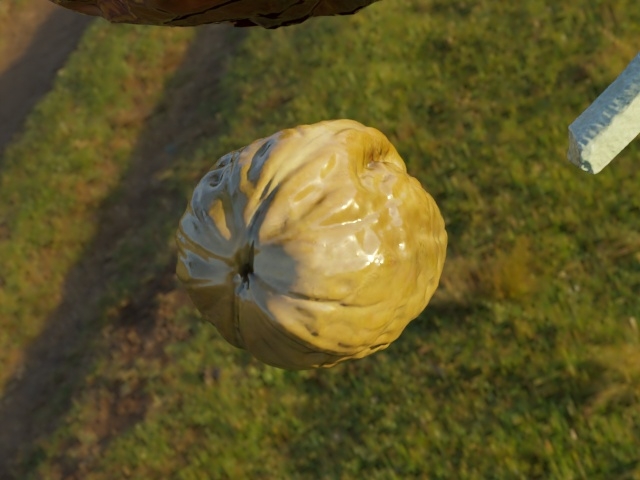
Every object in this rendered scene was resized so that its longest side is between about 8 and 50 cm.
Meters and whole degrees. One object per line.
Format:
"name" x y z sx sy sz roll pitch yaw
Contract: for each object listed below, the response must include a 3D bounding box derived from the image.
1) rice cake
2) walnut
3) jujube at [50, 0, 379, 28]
"rice cake" 0.211 -0.108 0.882 0.171 0.029 0.033 -47 32 -3
"walnut" 0.000 0.000 0.893 0.155 0.155 0.184 -9 7 28
"jujube" -0.033 -0.161 0.460 0.290 0.197 0.197 10 46 42
